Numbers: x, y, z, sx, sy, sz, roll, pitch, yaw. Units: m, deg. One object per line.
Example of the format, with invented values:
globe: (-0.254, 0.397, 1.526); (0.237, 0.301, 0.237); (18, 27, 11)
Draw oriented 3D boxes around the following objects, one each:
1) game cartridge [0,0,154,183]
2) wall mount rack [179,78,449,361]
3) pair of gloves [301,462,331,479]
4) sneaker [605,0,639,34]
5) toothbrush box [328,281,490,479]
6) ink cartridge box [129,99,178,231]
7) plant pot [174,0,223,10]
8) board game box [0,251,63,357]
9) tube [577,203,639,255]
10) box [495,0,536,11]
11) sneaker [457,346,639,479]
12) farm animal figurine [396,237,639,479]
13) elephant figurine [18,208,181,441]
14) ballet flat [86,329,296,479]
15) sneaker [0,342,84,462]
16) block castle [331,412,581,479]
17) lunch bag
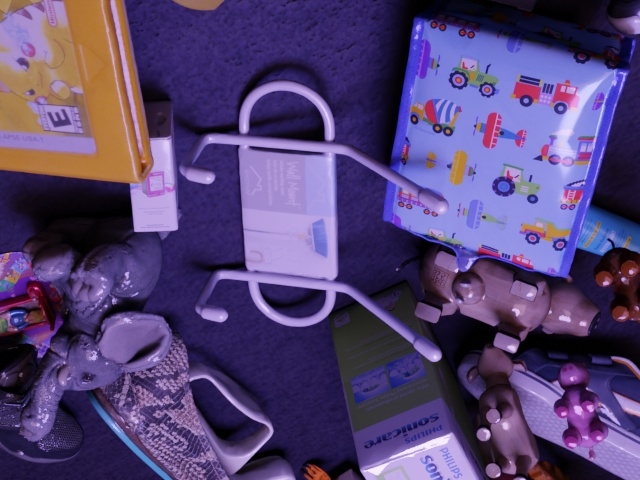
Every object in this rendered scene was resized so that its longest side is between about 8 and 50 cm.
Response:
game cartridge: (-0.341, -0.193, 1.186); (0.323, 0.053, 0.285); (5, 127, 14)
wall mount rack: (0.000, 0.000, 1.370); (0.304, 0.130, 0.350); (6, 126, 11)
pair of gloves: (-0.016, 0.361, 1.687); (0.010, 0.074, 0.083); (23, 100, -48)
sneaker: (0.377, -0.351, 1.246); (0.268, 0.101, 0.153); (-45, 120, 14)
toothbrush box: (0.118, 0.226, 1.493); (0.122, 0.283, 0.206); (-24, 126, 7)
ink cartridge box: (-0.188, -0.084, 1.339); (0.052, 0.088, 0.122); (-2, 125, -5)
plant pot: (-0.126, -0.284, 1.218); (0.081, 0.081, 0.083); (-40, 134, 18)
board game box: (-0.368, 0.091, 1.466); (0.133, 0.033, 0.169); (23, 118, -24)
tube: (0.318, -0.024, 1.500); (0.207, 0.052, 0.080); (19, 114, -12)
box: (0.165, -0.337, 1.219); (0.156, 0.093, 0.158); (10, 122, -17)
sneaker: (0.345, 0.209, 1.630); (0.321, 0.127, 0.126); (29, 154, -3)
farm animal figurine: (0.247, 0.102, 1.466); (0.327, 0.172, 0.330); (38, 108, 7)
elephant figurine: (-0.261, 0.098, 1.408); (0.186, 0.169, 0.239); (0, 114, 8)
ballet flat: (-0.133, 0.309, 1.602); (0.182, 0.164, 0.483); (-33, 125, -11)
sneaker: (-0.370, 0.203, 1.494); (0.130, 0.087, 0.227); (-22, 126, 39)
block castle: (0.163, 0.465, 1.682); (0.453, 0.213, 0.303); (-33, 125, 23)
lunch bag: (0.192, -0.094, 1.298); (0.221, 0.138, 0.293); (16, 116, 11)
